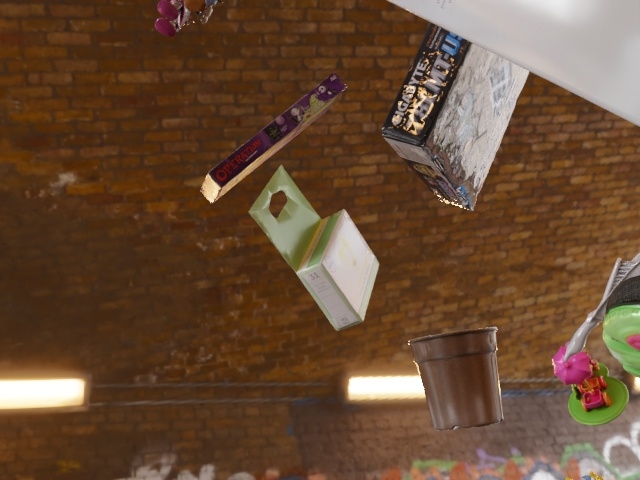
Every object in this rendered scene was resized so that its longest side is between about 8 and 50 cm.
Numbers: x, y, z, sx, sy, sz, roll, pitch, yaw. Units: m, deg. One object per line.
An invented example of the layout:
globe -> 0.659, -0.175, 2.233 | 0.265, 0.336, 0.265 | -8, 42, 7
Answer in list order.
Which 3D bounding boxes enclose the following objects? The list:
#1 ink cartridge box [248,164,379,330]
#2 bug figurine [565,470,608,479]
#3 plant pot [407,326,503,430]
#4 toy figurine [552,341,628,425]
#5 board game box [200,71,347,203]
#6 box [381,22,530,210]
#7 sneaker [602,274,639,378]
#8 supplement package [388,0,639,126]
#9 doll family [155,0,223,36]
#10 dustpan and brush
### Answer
ink cartridge box -> 0.000, 0.000, 1.033 | 0.056, 0.171, 0.235 | -24, -69, 26
bug figurine -> 0.476, 0.524, 1.062 | 0.216, 0.279, 0.072 | 24, -28, 4
plant pot -> 0.251, 0.251, 1.193 | 0.167, 0.165, 0.167 | -7, -12, -2
toy figurine -> 0.560, 0.278, 1.414 | 0.130, 0.173, 0.159 | -26, -64, 28
board game box -> -0.106, -0.216, 1.422 | 0.347, 0.056, 0.208 | -41, 1, -15
box -> 0.219, -0.223, 0.963 | 0.073, 0.296, 0.293 | 23, -3, 27
sneaker -> 0.481, 0.019, 0.597 | 0.482, 0.202, 0.185 | -13, -32, 0
supplement package -> 0.210, -0.217, 0.466 | 0.198, 0.262, 0.199 | -6, -52, -44
doll family -> -0.169, -0.436, 1.039 | 0.118, 0.163, 0.263 | 19, -53, -3
dustpan and brush -> 0.431, 0.098, 0.990 | 0.147, 0.060, 0.211 | -8, -62, -63
